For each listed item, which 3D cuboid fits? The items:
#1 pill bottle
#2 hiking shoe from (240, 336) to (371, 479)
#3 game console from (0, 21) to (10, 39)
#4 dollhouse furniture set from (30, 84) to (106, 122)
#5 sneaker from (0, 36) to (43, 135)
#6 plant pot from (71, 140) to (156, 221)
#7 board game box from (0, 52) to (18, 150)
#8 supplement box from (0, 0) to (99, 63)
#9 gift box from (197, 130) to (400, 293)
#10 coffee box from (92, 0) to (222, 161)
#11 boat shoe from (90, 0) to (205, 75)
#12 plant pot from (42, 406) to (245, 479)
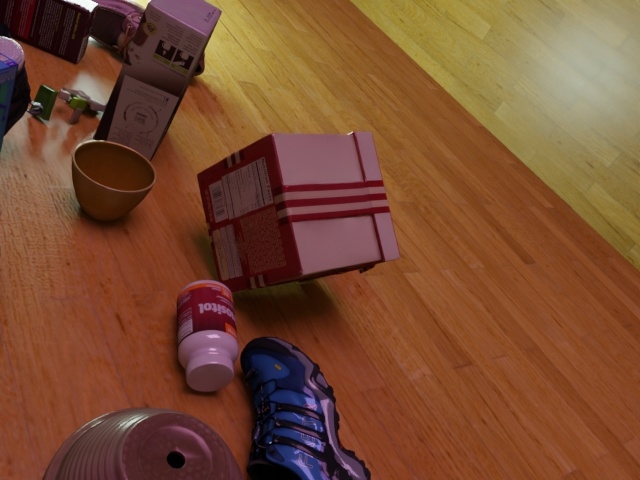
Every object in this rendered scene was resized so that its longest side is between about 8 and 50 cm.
[{"bbox_3d":[-0.163,0.137,0.885,0.086,0.086,0.152,14,36,-26],"label":"pill bottle"},{"bbox_3d":[-0.043,0.251,0.802,0.132,0.113,0.304,-1,44,-42],"label":"hiking shoe"},{"bbox_3d":[-0.745,-0.353,1.096,0.342,0.060,0.386,9,39,-31],"label":"game console"},{"bbox_3d":[-0.498,-0.264,1.215,0.076,0.058,0.152,28,12,8],"label":"dollhouse furniture set"},{"bbox_3d":[-0.582,-0.221,0.962,0.269,0.153,0.101,-11,51,-7],"label":"sneaker"},{"bbox_3d":[-0.354,-0.089,1.025,0.134,0.095,0.134,22,34,-15],"label":"plant pot"},{"bbox_3d":[-0.518,-0.154,0.869,0.047,0.210,0.160,31,31,1],"label":"board game box"},{"bbox_3d":[-0.622,-0.498,1.330,0.239,0.130,0.073,22,33,-17],"label":"supplement box"},{"bbox_3d":[-0.042,-0.052,1.059,0.258,0.276,0.255,-8,89,-42],"label":"gift box"},{"bbox_3d":[-0.314,-0.319,1.186,0.119,0.297,0.168,26,31,-16],"label":"coffee box"},{"bbox_3d":[-0.438,-0.486,1.485,0.342,0.123,0.123,20,32,-30],"label":"boat shoe"},{"bbox_3d":[-0.176,0.268,0.672,0.237,0.109,0.237,21,33,-15],"label":"plant pot"}]
